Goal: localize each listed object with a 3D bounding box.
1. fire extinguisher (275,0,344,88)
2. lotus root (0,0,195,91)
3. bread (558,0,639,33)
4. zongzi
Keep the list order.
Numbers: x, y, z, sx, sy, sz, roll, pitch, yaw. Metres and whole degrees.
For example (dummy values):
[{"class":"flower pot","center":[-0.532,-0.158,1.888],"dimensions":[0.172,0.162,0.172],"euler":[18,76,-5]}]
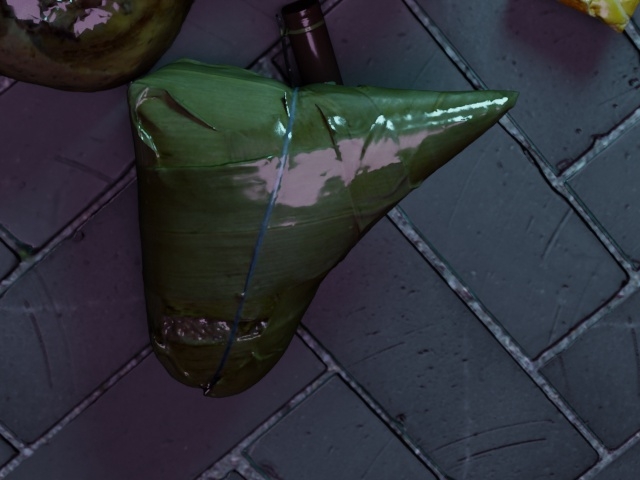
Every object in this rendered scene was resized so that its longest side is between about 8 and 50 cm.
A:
[{"class":"fire extinguisher","center":[-0.001,-0.177,1.487],"dimensions":[0.064,0.043,0.158],"euler":[-21,111,-9]},{"class":"lotus root","center":[-0.248,-0.257,1.358],"dimensions":[0.272,0.192,0.272],"euler":[-2,103,-7]},{"class":"bread","center":[0.303,-0.330,1.464],"dimensions":[0.125,0.068,0.188],"euler":[22,105,-15]},{"class":"zongzi","center":[0.000,0.000,1.456],"dimensions":[0.392,0.174,0.356],"euler":[3,113,5]}]
